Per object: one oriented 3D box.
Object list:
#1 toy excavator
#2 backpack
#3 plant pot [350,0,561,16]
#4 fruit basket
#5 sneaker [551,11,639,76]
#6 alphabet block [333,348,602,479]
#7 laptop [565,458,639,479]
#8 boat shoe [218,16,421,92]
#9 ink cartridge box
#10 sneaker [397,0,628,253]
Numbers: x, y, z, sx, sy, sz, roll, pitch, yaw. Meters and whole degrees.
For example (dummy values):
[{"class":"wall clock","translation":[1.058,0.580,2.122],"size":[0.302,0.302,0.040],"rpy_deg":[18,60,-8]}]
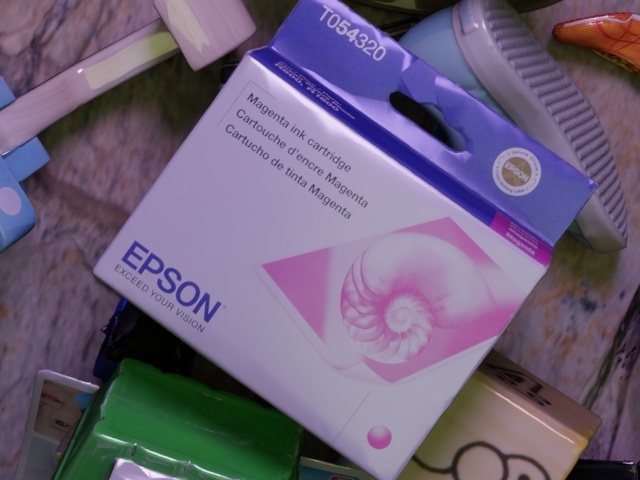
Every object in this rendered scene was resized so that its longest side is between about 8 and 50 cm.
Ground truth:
[{"class":"toy excavator","translation":[-0.320,-0.100,1.290],"size":[0.433,0.445,0.222],"rpy_deg":[-22,106,35]},{"class":"backpack","translation":[-0.177,0.097,1.393],"size":[0.098,0.101,0.120],"rpy_deg":[25,60,-17]},{"class":"plant pot","translation":[0.115,-0.400,1.296],"size":[0.323,0.323,0.280],"rpy_deg":[12,79,-12]},{"class":"fruit basket","translation":[-0.157,0.300,1.337],"size":[0.327,0.165,0.353],"rpy_deg":[20,122,-3]},{"class":"sneaker","translation":[0.336,-0.212,1.464],"size":[0.175,0.064,0.067],"rpy_deg":[4,93,-11]},{"class":"alphabet block","translation":[0.151,0.216,1.381],"size":[0.197,0.193,0.192],"rpy_deg":[34,101,13]},{"class":"laptop","translation":[0.319,0.407,1.573],"size":[0.408,0.236,0.382],"rpy_deg":[-9,101,-38]},{"class":"boat shoe","translation":[0.002,-0.190,1.398],"size":[0.228,0.081,0.068],"rpy_deg":[-8,99,-17]},{"class":"ink cartridge box","translation":[0.025,-0.010,1.187],"size":[0.324,0.071,0.330],"rpy_deg":[35,92,2]},{"class":"sneaker","translation":[0.199,-0.108,1.422],"size":[0.150,0.135,0.366],"rpy_deg":[-19,128,31]}]
